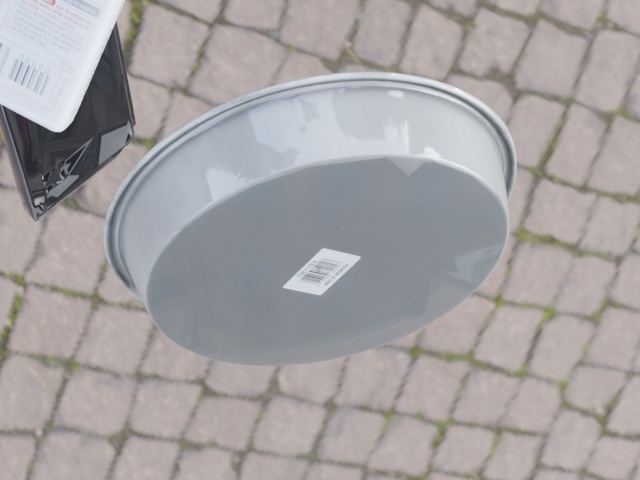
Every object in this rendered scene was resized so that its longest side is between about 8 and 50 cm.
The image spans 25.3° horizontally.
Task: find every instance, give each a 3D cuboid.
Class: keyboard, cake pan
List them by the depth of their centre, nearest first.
[{"bbox_3d":[-0.221,-0.144,0.974,0.201,0.033,0.317,-43,143,-34],"label":"keyboard"},{"bbox_3d":[0.000,0.000,0.981,0.293,0.054,0.293,-10,147,-7],"label":"cake pan"}]

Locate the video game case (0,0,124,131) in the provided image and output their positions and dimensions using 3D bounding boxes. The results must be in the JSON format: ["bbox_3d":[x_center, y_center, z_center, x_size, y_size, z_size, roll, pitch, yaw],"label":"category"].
[{"bbox_3d":[-0.162,-0.162,0.605,0.190,0.022,0.173,28,117,-1],"label":"video game case"}]
